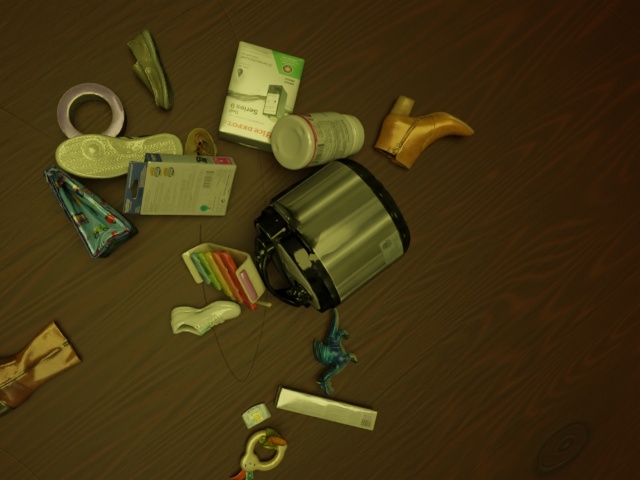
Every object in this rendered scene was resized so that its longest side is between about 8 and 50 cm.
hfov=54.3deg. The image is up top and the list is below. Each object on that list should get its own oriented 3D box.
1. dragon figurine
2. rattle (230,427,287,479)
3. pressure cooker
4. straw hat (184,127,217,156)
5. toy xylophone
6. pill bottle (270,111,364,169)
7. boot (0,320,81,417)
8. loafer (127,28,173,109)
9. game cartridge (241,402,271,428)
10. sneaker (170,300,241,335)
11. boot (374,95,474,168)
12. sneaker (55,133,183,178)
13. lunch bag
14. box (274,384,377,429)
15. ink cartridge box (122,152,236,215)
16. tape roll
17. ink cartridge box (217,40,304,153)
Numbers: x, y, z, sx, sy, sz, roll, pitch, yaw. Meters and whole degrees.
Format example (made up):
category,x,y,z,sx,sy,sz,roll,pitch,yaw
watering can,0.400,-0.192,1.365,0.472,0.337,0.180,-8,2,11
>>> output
category,x,y,z,sx,sy,sz,roll,pitch,yaw
dragon figurine,0.026,0.346,1.973,0.144,0.085,0.288,-16,93,-12
rattle,-0.184,0.678,1.897,0.200,0.143,0.130,-42,115,-16
pressure cooker,0.003,0.002,1.835,0.420,0.375,0.369,-37,98,-11
straw hat,-0.352,-0.275,1.928,0.061,0.145,0.144,-14,91,-54
toy xylophone,-0.265,0.112,1.827,0.081,0.323,0.236,-40,114,-29
pill bottle,-0.001,-0.309,1.894,0.283,0.160,0.160,-18,92,-49
boot,-0.880,0.328,1.788,0.280,0.096,0.264,-38,95,-11
loafer,-0.519,-0.510,1.900,0.088,0.094,0.251,-18,87,0
game cartridge,-0.203,0.547,1.956,0.083,0.017,0.055,-27,90,-11
sneaker,-0.345,0.245,1.890,0.213,0.094,0.080,-8,132,-5
boot,0.339,-0.329,2.061,0.295,0.104,0.211,22,89,-5
sneaker,-0.588,-0.243,1.826,0.350,0.148,0.131,-5,93,-25
lunch bag,-0.672,-0.100,1.779,0.138,0.221,0.293,-40,96,-10
box,0.018,0.530,1.977,0.324,0.063,0.067,15,84,-10
ink cartridge box,-0.415,-0.162,1.826,0.311,0.065,0.185,-2,130,-29
tape roll,-0.679,-0.367,1.860,0.189,0.080,0.188,0,89,-12
ink cartridge box,-0.185,-0.437,1.939,0.211,0.121,0.288,13,86,-10
